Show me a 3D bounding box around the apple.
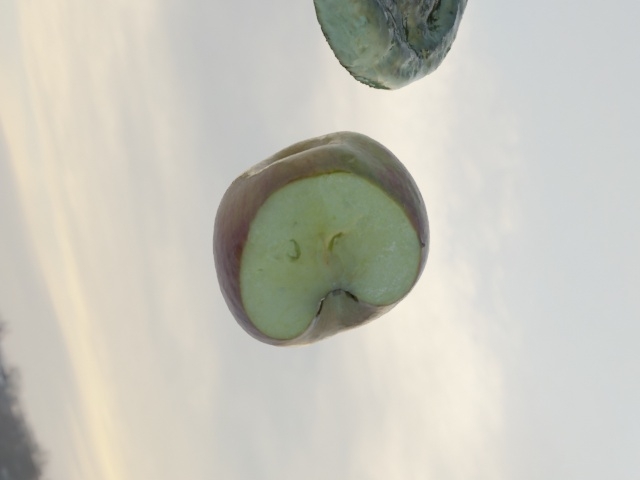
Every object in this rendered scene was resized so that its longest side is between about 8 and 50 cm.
[{"bbox_3d":[0.000,0.000,1.312,0.160,0.195,0.173,-98,167,-83],"label":"apple"}]

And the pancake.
[{"bbox_3d":[0.052,-0.224,1.039,0.037,0.253,0.254,-1,-68,27],"label":"pancake"}]
